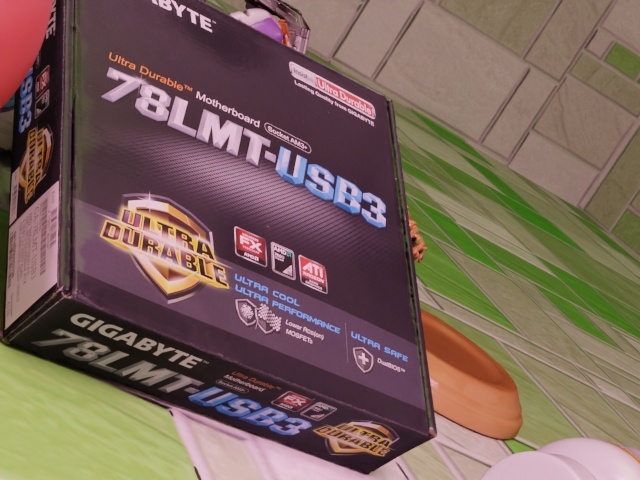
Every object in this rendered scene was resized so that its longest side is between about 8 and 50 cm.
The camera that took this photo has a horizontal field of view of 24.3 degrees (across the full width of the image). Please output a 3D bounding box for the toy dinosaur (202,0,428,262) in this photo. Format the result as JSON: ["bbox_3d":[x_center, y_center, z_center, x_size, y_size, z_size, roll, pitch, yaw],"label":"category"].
[{"bbox_3d":[-0.059,-0.083,1.210,0.164,0.218,0.322,21,16,-49],"label":"toy dinosaur"}]

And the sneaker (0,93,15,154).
[{"bbox_3d":[-0.251,-0.152,1.258,0.107,0.110,0.275,27,12,-29],"label":"sneaker"}]

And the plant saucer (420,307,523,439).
[{"bbox_3d":[0.100,0.103,1.323,0.200,0.037,0.200,32,11,-7],"label":"plant saucer"}]

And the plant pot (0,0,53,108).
[{"bbox_3d":[-0.277,-0.116,0.692,0.275,0.275,0.243,30,20,-13],"label":"plant pot"}]

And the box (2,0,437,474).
[{"bbox_3d":[-0.063,-0.024,0.978,0.295,0.073,0.293,25,46,-34],"label":"box"}]

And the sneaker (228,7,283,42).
[{"bbox_3d":[-0.111,-0.079,1.123,0.104,0.236,0.095,48,-15,-1],"label":"sneaker"}]

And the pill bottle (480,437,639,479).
[{"bbox_3d":[0.187,0.191,0.967,0.208,0.118,0.117,20,16,-50],"label":"pill bottle"}]
